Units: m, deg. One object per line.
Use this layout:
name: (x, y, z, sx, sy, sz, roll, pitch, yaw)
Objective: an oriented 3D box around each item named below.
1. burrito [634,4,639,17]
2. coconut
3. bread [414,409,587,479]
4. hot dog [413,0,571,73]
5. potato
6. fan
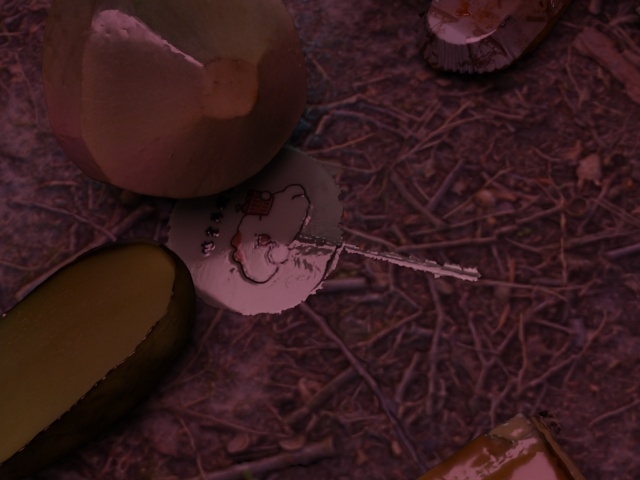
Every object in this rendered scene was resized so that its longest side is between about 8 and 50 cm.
burrito: (0.378, -0.219, 0.966, 0.118, 0.044, 0.074, 41, 84, 16)
coconut: (-0.140, -0.163, 0.930, 0.259, 0.259, 0.259, -3, 71, 8)
bread: (0.150, 0.295, 0.775, 0.246, 0.111, 0.239, -36, 70, 6)
hot dog: (0.205, -0.271, 1.001, 0.131, 0.069, 0.253, 35, 76, 27)
potato: (-0.222, 0.120, 0.904, 0.271, 0.111, 0.160, -43, 46, -5)
fan: (0.000, 0.000, 0.966, 0.329, 0.009, 0.191, 14, 73, 13)
